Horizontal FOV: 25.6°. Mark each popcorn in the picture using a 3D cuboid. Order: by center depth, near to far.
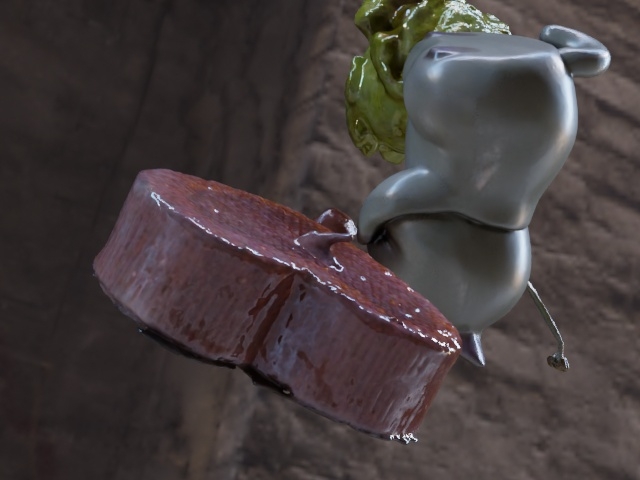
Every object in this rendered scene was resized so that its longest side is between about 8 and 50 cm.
[{"bbox_3d":[0.159,-0.209,1.836,0.250,0.235,0.242,20,-41,37],"label":"popcorn"}]

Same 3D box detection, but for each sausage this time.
[{"bbox_3d":[0.000,0.000,1.778,0.094,0.054,0.059,-37,-6,9],"label":"sausage"}]

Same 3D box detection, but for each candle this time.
[{"bbox_3d":[-0.027,0.034,1.240,0.317,0.131,0.287,28,11,-5],"label":"candle"}]

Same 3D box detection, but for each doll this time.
[{"bbox_3d":[0.161,-0.074,1.570,0.226,0.370,0.215,17,16,-15],"label":"doll"}]

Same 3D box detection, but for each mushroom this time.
[{"bbox_3d":[0.236,0.039,1.725,0.286,0.028,0.026,61,-6,-12],"label":"mushroom"}]
